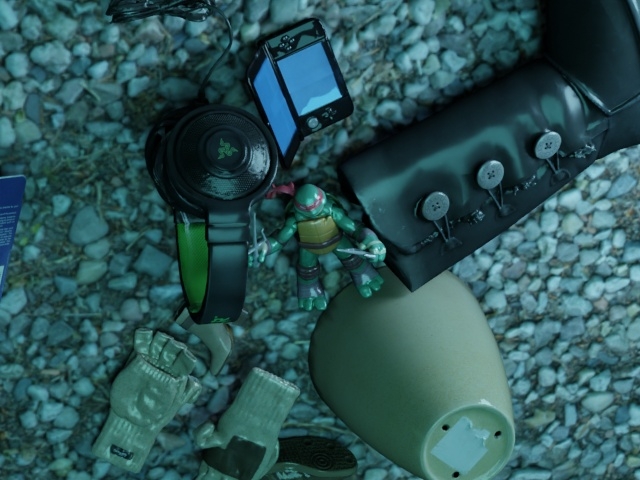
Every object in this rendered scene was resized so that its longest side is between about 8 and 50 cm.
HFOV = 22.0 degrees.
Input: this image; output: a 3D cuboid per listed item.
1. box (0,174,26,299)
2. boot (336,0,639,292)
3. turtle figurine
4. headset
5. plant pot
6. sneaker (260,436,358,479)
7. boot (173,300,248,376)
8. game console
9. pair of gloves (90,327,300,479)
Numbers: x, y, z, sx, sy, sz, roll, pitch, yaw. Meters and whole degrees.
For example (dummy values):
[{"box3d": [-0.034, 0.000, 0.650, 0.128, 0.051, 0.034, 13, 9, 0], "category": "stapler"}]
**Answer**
[{"box3d": [-0.434, 0.022, 1.978, 0.136, 0.036, 0.225, -9, 123, -50], "category": "box"}, {"box3d": [0.214, -0.183, 2.080, 0.445, 0.146, 0.367, -28, 118, 1], "category": "boot"}, {"box3d": [0.000, 0.000, 2.071, 0.175, 0.118, 0.234, -1, 149, 14], "category": "turtle figurine"}, {"box3d": [-0.160, -0.096, 1.946, 0.185, 0.243, 0.394, -1, 95, -14], "category": "headset"}, {"box3d": [0.143, 0.202, 2.152, 0.256, 0.274, 0.256, -7, 117, -14], "category": "plant pot"}, {"box3d": [-0.045, 0.318, 2.277, 0.188, 0.066, 0.071, 4, 130, -14], "category": "sneaker"}, {"box3d": [-0.151, 0.115, 2.152, 0.087, 0.042, 0.118, 20, 106, -19], "category": "boot"}, {"box3d": [-0.023, -0.181, 2.023, 0.124, 0.085, 0.144, -25, 120, -5], "category": "game console"}, {"box3d": [-0.164, 0.235, 2.172, 0.240, 0.042, 0.204, 19, 111, -4], "category": "pair of gloves"}]
